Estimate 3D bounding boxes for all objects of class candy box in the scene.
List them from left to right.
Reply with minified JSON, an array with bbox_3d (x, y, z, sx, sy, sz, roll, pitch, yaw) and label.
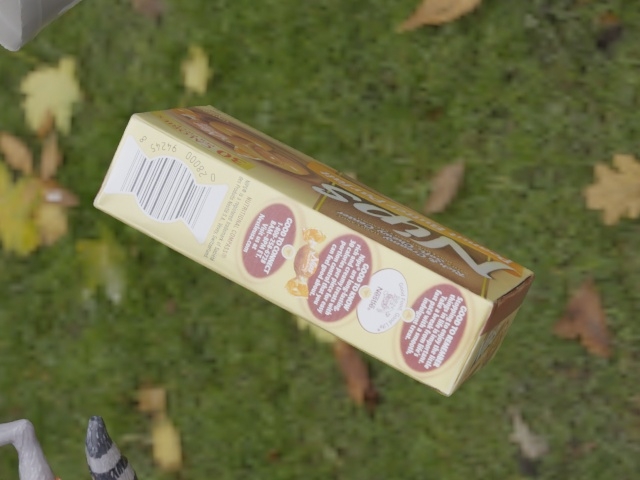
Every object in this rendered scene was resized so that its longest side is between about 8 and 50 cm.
[{"bbox_3d":[0.000,0.000,1.537,0.316,0.183,0.087,28,104,11],"label":"candy box"}]

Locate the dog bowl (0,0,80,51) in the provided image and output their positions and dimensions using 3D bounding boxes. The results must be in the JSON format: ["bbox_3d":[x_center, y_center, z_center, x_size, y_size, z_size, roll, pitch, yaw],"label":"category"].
[{"bbox_3d":[-0.232,-0.303,1.284,0.349,0.102,0.349,55,163,26],"label":"dog bowl"}]

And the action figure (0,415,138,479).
[{"bbox_3d":[-0.131,0.308,1.661,0.178,0.330,0.341,-51,41,-6],"label":"action figure"}]
